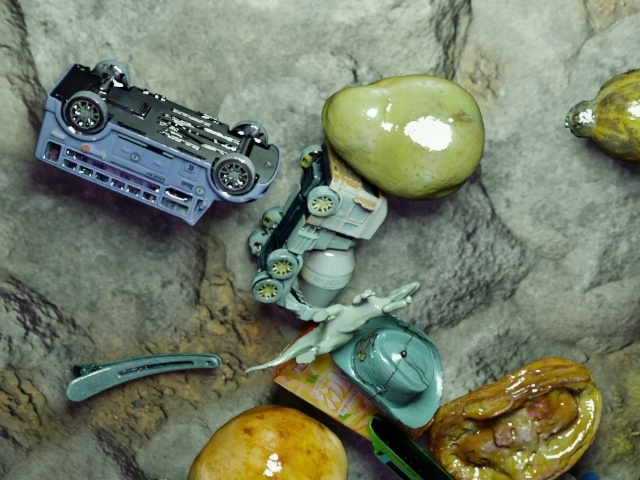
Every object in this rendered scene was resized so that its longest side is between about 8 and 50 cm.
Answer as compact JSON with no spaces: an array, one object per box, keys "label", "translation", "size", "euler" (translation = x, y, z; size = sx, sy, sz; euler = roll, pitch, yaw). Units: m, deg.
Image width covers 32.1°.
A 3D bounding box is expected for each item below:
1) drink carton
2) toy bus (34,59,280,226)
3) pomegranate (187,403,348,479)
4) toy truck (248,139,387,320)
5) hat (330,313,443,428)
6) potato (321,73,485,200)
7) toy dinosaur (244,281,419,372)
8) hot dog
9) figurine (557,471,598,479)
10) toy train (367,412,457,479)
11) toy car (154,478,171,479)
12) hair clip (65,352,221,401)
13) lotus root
[{"label":"drink carton","translation":[0.051,0.211,1.604],"size":[0.223,0.071,0.096],"euler":[33,118,-12]},{"label":"toy bus","translation":[-0.204,-0.113,1.414],"size":[0.292,0.125,0.133],"euler":[22,121,-6]},{"label":"pomegranate","translation":[-0.072,0.360,1.616],"size":[0.248,0.248,0.248],"euler":[2,120,4]},{"label":"toy truck","translation":[0.000,0.000,1.471],"size":[0.140,0.108,0.256],"euler":[19,126,-22]},{"label":"hat","translation":[0.106,0.171,1.538],"size":[0.191,0.138,0.078],"euler":[36,145,-11]},{"label":"potato","translation":[0.097,-0.130,1.360],"size":[0.194,0.157,0.157],"euler":[13,120,-9]},{"label":"toy dinosaur","translation":[0.014,0.122,1.504],"size":[0.242,0.167,0.053],"euler":[-34,81,17]},{"label":"hot dog","translation":[0.278,0.270,1.585],"size":[0.259,0.114,0.175],"euler":[-32,99,21]},{"label":"figurine","translation":[0.350,0.372,1.664],"size":[0.136,0.079,0.077],"euler":[18,161,-10]},{"label":"toy train","translation":[0.136,0.327,1.582],"size":[0.209,0.044,0.042],"euler":[43,131,-8]},{"label":"toy car","translation":[-0.207,0.435,1.757],"size":[0.161,0.098,0.126],"euler":[4,94,35]},{"label":"hair clip","translation":[-0.258,0.187,1.636],"size":[0.230,0.070,0.039],"euler":[-12,114,4]},{"label":"lotus root","translation":[0.400,-0.147,1.339],"size":[0.210,0.120,0.120],"euler":[-5,119,6]}]
